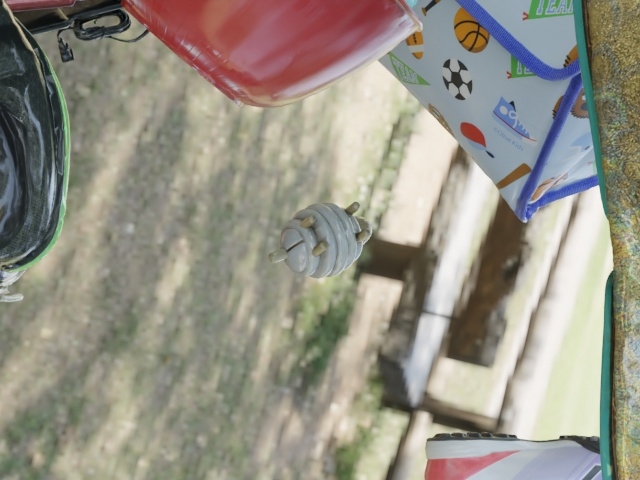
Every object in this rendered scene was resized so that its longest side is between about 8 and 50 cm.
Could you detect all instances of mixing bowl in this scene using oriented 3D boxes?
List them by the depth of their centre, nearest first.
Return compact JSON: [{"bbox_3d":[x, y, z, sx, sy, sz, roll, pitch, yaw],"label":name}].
[{"bbox_3d":[-0.044,-0.137,0.786,0.098,0.181,0.181,-49,160,3],"label":"mixing bowl"}]

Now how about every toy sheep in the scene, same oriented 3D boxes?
[{"bbox_3d":[0.000,0.000,1.588,0.132,0.091,0.091,-12,118,-32],"label":"toy sheep"}]

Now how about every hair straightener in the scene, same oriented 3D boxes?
[{"bbox_3d":[-0.250,-0.229,1.486,0.230,0.047,0.089,-19,145,-38],"label":"hair straightener"}]

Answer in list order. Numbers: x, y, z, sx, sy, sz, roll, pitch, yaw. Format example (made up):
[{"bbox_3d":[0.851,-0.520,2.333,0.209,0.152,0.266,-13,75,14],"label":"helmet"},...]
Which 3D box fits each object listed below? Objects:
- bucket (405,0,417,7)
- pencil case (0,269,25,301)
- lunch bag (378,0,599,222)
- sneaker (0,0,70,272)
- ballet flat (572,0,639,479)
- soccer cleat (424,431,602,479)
[{"bbox_3d":[-0.040,-0.274,1.124,0.183,0.281,0.281,80,28,-48],"label":"bucket"},{"bbox_3d":[-0.462,-0.087,1.461,0.160,0.410,0.184,-55,168,-71],"label":"pencil case"},{"bbox_3d":[0.226,-0.268,1.549,0.239,0.328,0.385,-26,152,-29],"label":"lunch bag"},{"bbox_3d":[-0.318,-0.192,1.067,0.202,0.185,0.483,-87,162,-74],"label":"sneaker"},{"bbox_3d":[0.204,0.005,0.778,0.123,0.123,0.349,4,83,-71],"label":"ballet flat"},{"bbox_3d":[0.286,0.295,1.781,0.108,0.318,0.117,60,31,-82],"label":"soccer cleat"}]
